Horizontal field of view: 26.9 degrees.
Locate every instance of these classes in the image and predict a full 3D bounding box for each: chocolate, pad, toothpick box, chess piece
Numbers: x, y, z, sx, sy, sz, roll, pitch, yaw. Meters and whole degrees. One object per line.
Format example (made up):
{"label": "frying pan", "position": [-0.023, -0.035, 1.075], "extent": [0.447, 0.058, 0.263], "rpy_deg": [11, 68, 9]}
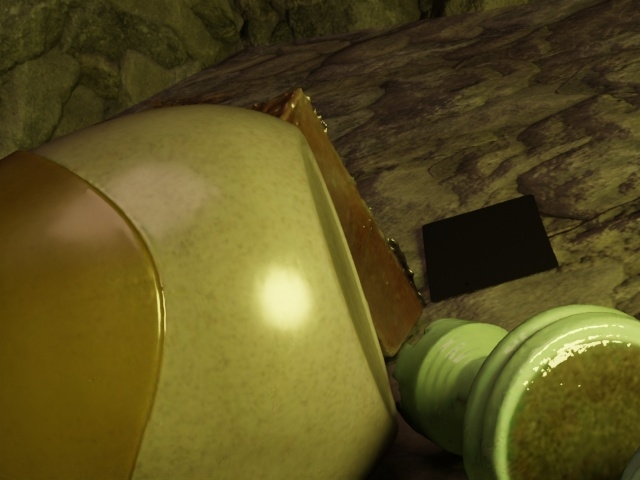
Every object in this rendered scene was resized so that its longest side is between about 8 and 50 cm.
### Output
{"label": "chocolate", "position": [0.000, 0.000, 1.477], "extent": [0.112, 0.321, 0.112], "rpy_deg": [-17, 26, 28]}
{"label": "pad", "position": [0.211, 0.008, 1.710], "extent": [0.159, 0.009, 0.265], "rpy_deg": [-15, 20, 8]}
{"label": "toothpick box", "position": [-0.172, 0.106, 1.175], "extent": [0.425, 0.409, 0.409], "rpy_deg": [-18, 18, 5]}
{"label": "chess piece", "position": [0.167, 0.140, 1.122], "extent": [0.194, 0.195, 0.299], "rpy_deg": [-23, 10, -15]}

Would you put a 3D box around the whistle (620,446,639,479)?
{"label": "whistle", "position": [0.237, 0.200, 0.889], "extent": [0.289, 0.163, 0.163], "rpy_deg": [-18, 18, 1]}

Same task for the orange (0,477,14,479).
{"label": "orange", "position": [-0.233, 0.307, 0.927], "extent": [0.368, 0.271, 0.210], "rpy_deg": [-7, -22, 32]}
